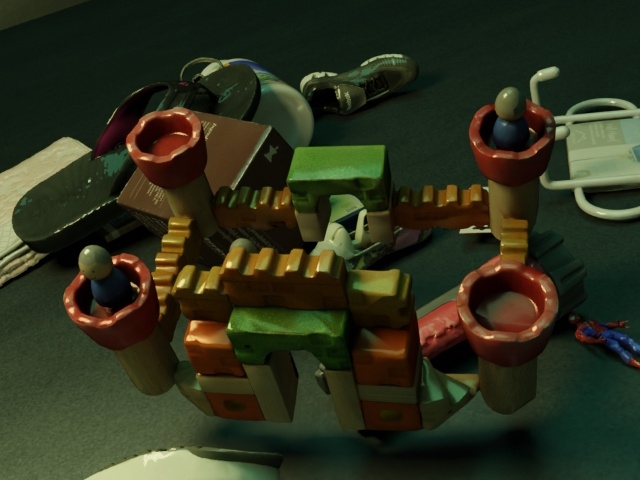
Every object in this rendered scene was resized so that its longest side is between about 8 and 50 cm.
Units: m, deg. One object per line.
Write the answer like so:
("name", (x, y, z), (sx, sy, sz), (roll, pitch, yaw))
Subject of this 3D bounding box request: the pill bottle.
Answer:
("pill bottle", (-0.131, -0.237, 1.546), (0.152, 0.152, 0.272), (-24, 33, -15))

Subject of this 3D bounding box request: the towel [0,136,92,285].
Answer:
("towel", (-0.509, -0.056, 1.495), (0.331, 0.053, 0.317), (-36, 36, -24))

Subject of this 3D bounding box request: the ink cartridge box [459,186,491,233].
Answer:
("ink cartridge box", (0.228, -0.033, 1.183), (0.062, 0.029, 0.115), (-2, 35, 20))

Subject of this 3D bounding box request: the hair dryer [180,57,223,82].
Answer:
("hair dryer", (-0.224, -0.175, 1.432), (0.224, 0.080, 0.294), (-49, 46, 17))

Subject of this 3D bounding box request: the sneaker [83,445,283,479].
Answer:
("sneaker", (-0.211, 0.306, 0.728), (0.410, 0.158, 0.182), (-22, 59, 15))

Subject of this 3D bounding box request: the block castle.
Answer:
("block castle", (0.000, 0.000, 0.864), (0.453, 0.213, 0.303), (1, 51, 13))

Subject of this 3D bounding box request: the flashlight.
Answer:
("flashlight", (0.149, 0.099, 0.947), (0.304, 0.103, 0.103), (-30, 73, -18))

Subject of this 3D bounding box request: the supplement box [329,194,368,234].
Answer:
("supplement box", (0.041, -0.032, 1.235), (0.083, 0.056, 0.083), (-26, 33, -17))

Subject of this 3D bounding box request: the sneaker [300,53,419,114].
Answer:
("sneaker", (0.068, -0.278, 1.604), (0.234, 0.078, 0.106), (-10, 34, 16))

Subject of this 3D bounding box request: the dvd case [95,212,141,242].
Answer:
("dvd case", (-0.303, -0.079, 1.497), (0.221, 0.018, 0.164), (-31, 35, -23))

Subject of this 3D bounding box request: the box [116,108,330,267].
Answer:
("box", (-0.132, -0.060, 1.199), (0.203, 0.168, 0.167), (17, 71, 41))

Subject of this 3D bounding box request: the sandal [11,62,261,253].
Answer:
("sandal", (-0.282, -0.143, 1.324), (0.445, 0.107, 0.167), (-36, 49, -8))

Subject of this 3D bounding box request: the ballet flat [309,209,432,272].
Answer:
("ballet flat", (0.054, 0.000, 1.157), (0.221, 0.079, 0.077), (-28, 34, -19))

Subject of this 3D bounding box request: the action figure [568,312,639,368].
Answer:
("action figure", (0.311, 0.104, 0.930), (0.038, 0.030, 0.115), (-33, 33, -21))

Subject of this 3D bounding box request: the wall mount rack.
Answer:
("wall mount rack", (0.454, -0.174, 1.214), (0.304, 0.131, 0.350), (-6, 33, 15))
